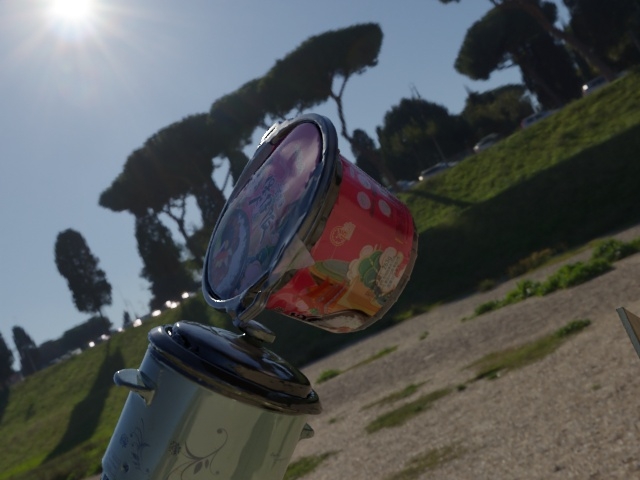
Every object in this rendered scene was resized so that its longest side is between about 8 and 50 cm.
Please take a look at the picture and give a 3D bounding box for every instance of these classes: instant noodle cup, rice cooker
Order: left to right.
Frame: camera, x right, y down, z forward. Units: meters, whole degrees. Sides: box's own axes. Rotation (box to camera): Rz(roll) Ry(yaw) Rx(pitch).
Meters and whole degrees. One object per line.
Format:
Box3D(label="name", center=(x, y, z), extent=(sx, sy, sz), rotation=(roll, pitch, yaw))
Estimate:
Box3D(label="rice cooker", center=(-0.151, 0.250, 0.931), extent=(0.317, 0.316, 0.264), rotation=(-24, 17, -19))
Box3D(label="instant noodle cup", center=(0.000, 0.000, 0.804), extent=(0.182, 0.302, 0.258), rotation=(29, -37, -26))

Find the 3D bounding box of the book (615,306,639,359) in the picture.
Box3D(label="book", center=(0.409, 0.167, 0.779), extent=(0.012, 0.172, 0.118), rotation=(-35, -41, 30))
